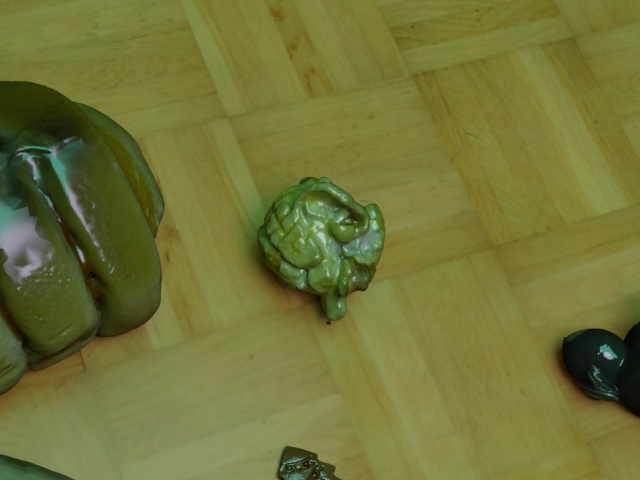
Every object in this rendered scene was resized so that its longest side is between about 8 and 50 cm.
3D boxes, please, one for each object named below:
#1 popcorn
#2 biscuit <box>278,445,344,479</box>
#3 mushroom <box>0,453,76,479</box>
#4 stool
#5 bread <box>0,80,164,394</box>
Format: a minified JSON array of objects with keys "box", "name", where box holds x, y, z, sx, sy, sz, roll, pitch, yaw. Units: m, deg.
[{"box":[0.000,0.000,1.247,0.136,0.162,0.141,-2,34,22],"name":"popcorn"},{"box":[-0.011,0.253,1.178,0.082,0.016,0.092,-22,75,-22],"name":"biscuit"},{"box":[-0.307,0.251,1.067,0.312,0.081,0.100,19,56,-3],"name":"mushroom"},{"box":[0.397,0.124,1.265,0.228,0.153,0.139,20,62,-5],"name":"stool"},{"box":[-0.311,-0.016,1.120,0.341,0.210,0.300,-21,75,-23],"name":"bread"}]
